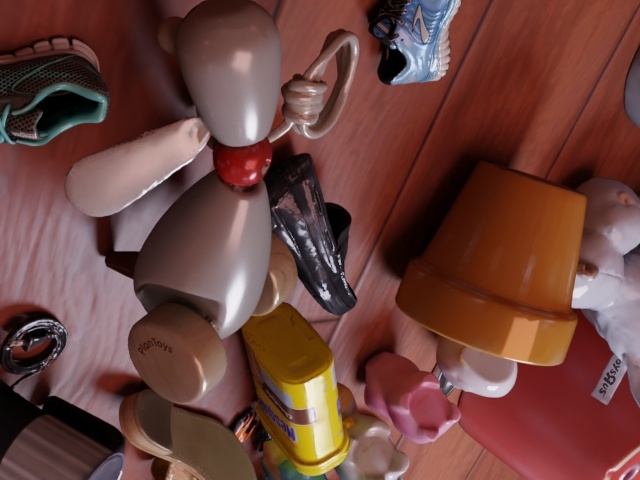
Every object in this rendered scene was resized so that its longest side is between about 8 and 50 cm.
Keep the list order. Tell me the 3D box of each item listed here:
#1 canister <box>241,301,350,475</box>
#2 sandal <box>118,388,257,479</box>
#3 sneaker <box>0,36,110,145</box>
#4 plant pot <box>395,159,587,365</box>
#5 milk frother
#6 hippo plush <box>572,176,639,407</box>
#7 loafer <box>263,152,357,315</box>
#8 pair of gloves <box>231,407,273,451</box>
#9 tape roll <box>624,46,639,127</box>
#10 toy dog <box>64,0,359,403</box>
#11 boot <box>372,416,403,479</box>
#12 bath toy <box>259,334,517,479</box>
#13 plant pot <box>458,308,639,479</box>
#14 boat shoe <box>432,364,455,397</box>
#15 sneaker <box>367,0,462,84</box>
[{"bbox_3d":[-0.028,0.163,1.012,0.073,0.126,0.170,-27,137,-19],"label":"canister"},{"bbox_3d":[-0.164,0.238,1.021,0.079,0.088,0.240,-19,140,20],"label":"sandal"},{"bbox_3d":[-0.223,-0.093,0.635,0.166,0.076,0.065,-24,137,-23],"label":"sneaker"},{"bbox_3d":[0.211,0.016,1.045,0.205,0.205,0.188,7,105,-45],"label":"plant pot"},{"bbox_3d":[-0.237,0.160,0.812,0.129,0.134,0.143,-48,160,-51],"label":"milk frother"},{"bbox_3d":[0.374,0.043,1.239,0.236,0.234,0.294,32,87,-21],"label":"hippo plush"},{"bbox_3d":[0.000,0.000,0.920,0.078,0.076,0.223,-32,138,-2],"label":"loafer"},{"bbox_3d":[-0.079,0.233,1.124,0.083,0.010,0.074,4,121,-47],"label":"pair of gloves"},{"bbox_3d":[0.488,-0.221,1.153,0.219,0.072,0.219,-25,139,-24],"label":"tape roll"},{"bbox_3d":[-0.110,-0.040,0.735,0.220,0.161,0.334,-27,136,-63],"label":"toy dog"},{"bbox_3d":[0.098,0.351,1.299,0.095,0.123,0.258,-38,142,-8],"label":"boot"},{"bbox_3d":[0.092,0.212,1.167,0.348,0.151,0.129,-31,175,-22],"label":"bath toy"},{"bbox_3d":[0.386,0.272,1.387,0.275,0.243,0.275,-23,138,-23],"label":"plant pot"},{"bbox_3d":[0.198,0.174,1.290,0.049,0.040,0.142,-4,127,-40],"label":"boat shoe"},{"bbox_3d":[0.080,-0.202,0.816,0.073,0.063,0.162,-23,138,-19],"label":"sneaker"}]
